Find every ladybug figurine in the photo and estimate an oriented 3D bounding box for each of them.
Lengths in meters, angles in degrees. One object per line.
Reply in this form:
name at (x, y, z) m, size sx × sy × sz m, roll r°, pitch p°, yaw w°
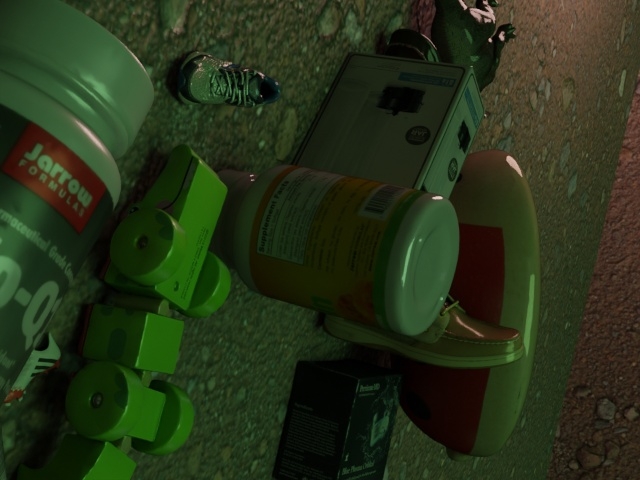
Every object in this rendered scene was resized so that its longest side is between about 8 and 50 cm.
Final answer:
ladybug figurine at (0.193, 0.094, 1.387) m, size 0.305 × 0.162 × 0.449 m, roll -164°, pitch -104°, yaw -79°

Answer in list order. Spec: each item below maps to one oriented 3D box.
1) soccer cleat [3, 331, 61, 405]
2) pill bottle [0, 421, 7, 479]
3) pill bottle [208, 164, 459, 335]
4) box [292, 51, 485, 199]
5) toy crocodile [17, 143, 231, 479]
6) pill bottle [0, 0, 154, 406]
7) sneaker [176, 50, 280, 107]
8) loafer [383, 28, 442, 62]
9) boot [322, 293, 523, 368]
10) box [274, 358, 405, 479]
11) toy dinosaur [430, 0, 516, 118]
soccer cleat at (-0.244, 0.104, 0.796) m, size 0.083 × 0.029 × 0.036 m, roll -40°, pitch 127°, yaw -53°
pill bottle at (-0.271, 0.171, 0.717) m, size 0.078 × 0.078 × 0.137 m, roll -30°, pitch 128°, yaw -54°
pill bottle at (0.000, 0.000, 0.967) m, size 0.136 × 0.245 × 0.136 m, roll -35°, pitch 131°, yaw -52°
box at (0.062, -0.075, 1.136) m, size 0.290 × 0.169 × 0.087 m, roll -64°, pitch 150°, yaw -22°
toy crocodile at (-0.164, 0.078, 0.869) m, size 0.115 × 0.105 × 0.341 m, roll 39°, pitch 63°, yaw -61°
pill bottle at (-0.229, -0.012, 0.624) m, size 0.283 × 0.161 × 0.161 m, roll -65°, pitch 150°, yaw -21°
sneaker at (-0.085, -0.152, 0.944) m, size 0.135 × 0.058 × 0.052 m, roll -12°, pitch 112°, yaw -59°
loafer at (0.112, -0.166, 1.282) m, size 0.078 × 0.080 × 0.220 m, roll -44°, pitch 138°, yaw -47°
boot at (0.133, 0.042, 1.221) m, size 0.095 × 0.262 × 0.203 m, roll -16°, pitch 115°, yaw -61°
box at (0.028, 0.243, 1.295) m, size 0.156 × 0.093 × 0.158 m, roll 9°, pitch 93°, yaw -62°
toy dinosaur at (0.202, -0.278, 1.363) m, size 0.313 × 0.121 × 0.160 m, roll 77°, pitch 24°, yaw -47°
